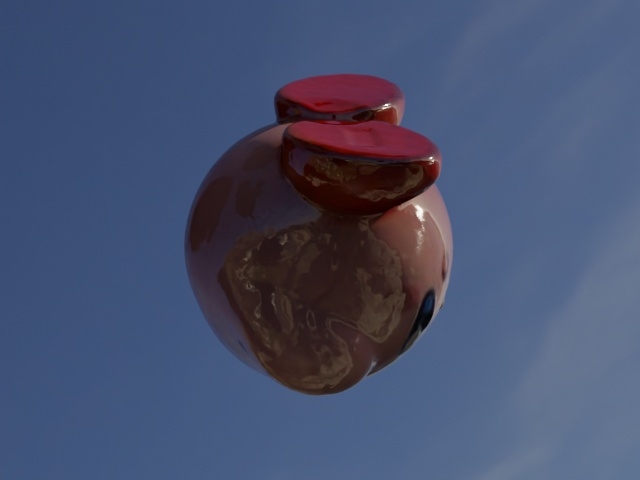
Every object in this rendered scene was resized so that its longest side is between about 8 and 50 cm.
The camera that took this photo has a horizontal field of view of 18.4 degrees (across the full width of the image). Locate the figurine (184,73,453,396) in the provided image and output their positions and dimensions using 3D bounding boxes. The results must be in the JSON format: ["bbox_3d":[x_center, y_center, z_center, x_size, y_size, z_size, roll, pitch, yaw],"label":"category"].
[{"bbox_3d":[0.000,0.000,0.493,0.083,0.067,0.071,-66,-19,-68],"label":"figurine"}]
